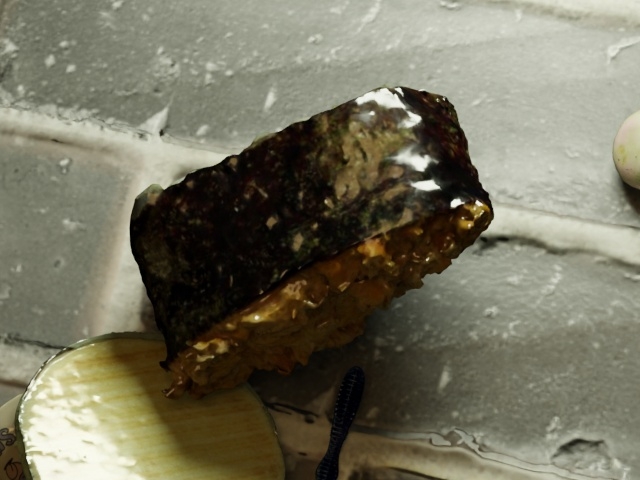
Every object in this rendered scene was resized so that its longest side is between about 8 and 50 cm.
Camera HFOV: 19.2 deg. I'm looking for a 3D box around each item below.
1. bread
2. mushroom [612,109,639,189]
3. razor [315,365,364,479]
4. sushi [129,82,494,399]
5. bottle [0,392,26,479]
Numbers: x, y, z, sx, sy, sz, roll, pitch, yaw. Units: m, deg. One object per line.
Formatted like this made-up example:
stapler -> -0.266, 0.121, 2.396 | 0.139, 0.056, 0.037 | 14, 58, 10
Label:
bread -> -0.155, 0.195, 1.734 | 0.267, 0.040, 0.267 | 14, 45, -14
mushroom -> 0.323, -0.088, 1.823 | 0.067, 0.083, 0.084 | 0, 64, -37
razor -> 0.013, 0.193, 1.782 | 0.044, 0.028, 0.155 | 16, 74, 4
sushi -> 0.000, 0.000, 1.750 | 0.348, 0.234, 0.208 | -27, 72, 21
bottle -> -0.231, 0.244, 1.752 | 0.209, 0.097, 0.110 | 43, 43, 19
